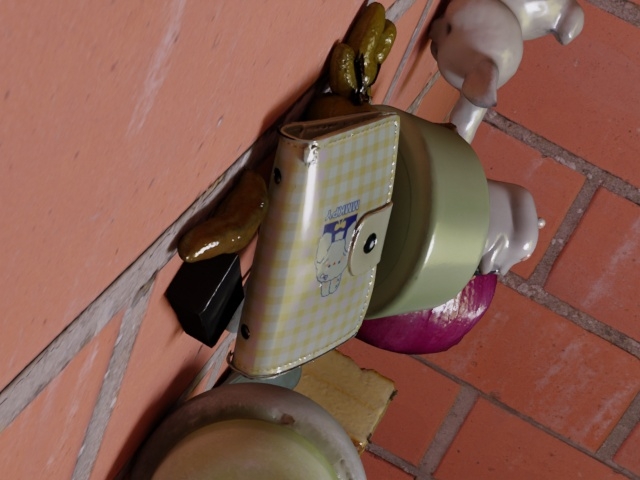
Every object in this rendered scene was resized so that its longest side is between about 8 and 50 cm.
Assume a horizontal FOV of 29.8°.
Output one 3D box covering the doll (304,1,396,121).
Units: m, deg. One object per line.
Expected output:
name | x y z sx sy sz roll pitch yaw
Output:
doll | 0.049 -0.185 1.474 0.137 0.097 0.209 41 73 -78

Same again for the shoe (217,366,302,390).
shoe | -0.130 0.257 2.018 0.100 0.103 0.251 -8 -161 41

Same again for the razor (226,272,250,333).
razor | -0.097 0.062 1.666 0.135 0.040 0.068 -64 179 -51

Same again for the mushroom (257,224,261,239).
mushroom | -0.014 -0.025 1.546 0.188 0.117 0.141 -52 145 -19

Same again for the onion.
onion | 0.140 -0.012 1.931 0.348 0.348 0.385 -48 159 -63

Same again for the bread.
bread | -0.028 0.368 2.453 0.207 0.279 0.279 -57 176 -46

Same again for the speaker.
speaker | -0.127 0.064 1.365 0.082 0.044 0.218 -59 173 -14

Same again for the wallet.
wallet | 0.000 0.000 1.419 0.223 0.077 0.309 -16 129 -47

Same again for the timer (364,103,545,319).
timer | 0.178 -0.026 1.701 0.315 0.291 0.291 6 122 -34

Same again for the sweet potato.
sweet potato | -0.096 -0.014 1.246 0.054 0.053 0.182 -59 176 34

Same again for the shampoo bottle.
shampoo bottle | -0.094 0.351 1.618 0.322 0.322 0.317 -62 179 5

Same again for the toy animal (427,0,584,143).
toy animal | 0.319 -0.355 2.163 0.367 0.241 0.196 -59 171 -25
